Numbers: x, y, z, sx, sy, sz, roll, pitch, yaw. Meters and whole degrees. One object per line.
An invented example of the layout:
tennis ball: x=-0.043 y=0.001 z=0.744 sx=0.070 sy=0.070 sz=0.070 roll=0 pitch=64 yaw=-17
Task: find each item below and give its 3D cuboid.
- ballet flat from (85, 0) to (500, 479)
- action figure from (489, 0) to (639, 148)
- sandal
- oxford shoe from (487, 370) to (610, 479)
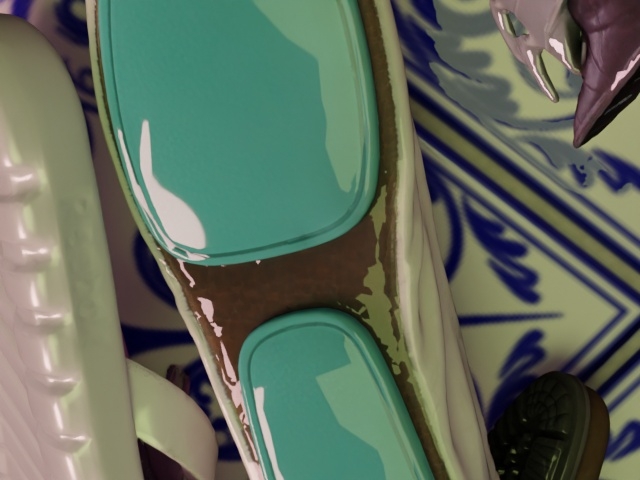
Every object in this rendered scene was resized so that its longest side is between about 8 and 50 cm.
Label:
ballet flat: x=0.000 y=0.000 z=0.638 sx=0.139 sy=0.139 sz=0.400 roll=-13 pitch=103 yaw=14
action figure: x=0.037 y=-0.177 z=0.511 sx=0.285 sy=0.185 sz=0.099 roll=47 pitch=159 yaw=13
sandal: x=-0.102 y=0.087 z=0.707 sx=0.102 sy=0.169 sz=0.416 roll=-21 pitch=125 yaw=-27
oxford shoe: x=0.121 y=0.167 z=0.741 sx=0.096 sy=0.083 sz=0.227 roll=2 pitch=117 yaw=-14
